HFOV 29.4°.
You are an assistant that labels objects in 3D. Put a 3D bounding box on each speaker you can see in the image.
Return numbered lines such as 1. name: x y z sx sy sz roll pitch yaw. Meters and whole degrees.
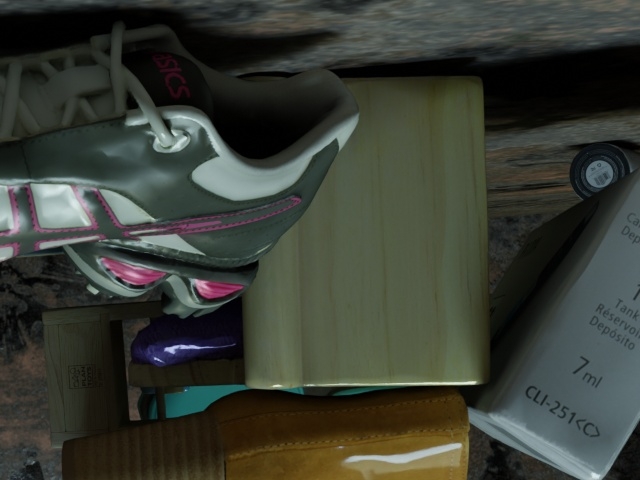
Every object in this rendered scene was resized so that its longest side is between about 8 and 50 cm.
1. speaker: 0.270 -0.058 1.112 0.055 0.055 0.136 -6 178 26

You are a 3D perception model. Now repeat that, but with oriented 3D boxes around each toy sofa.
1. toy sofa: 0.000 0.000 0.737 0.177 0.150 0.362 0 178 3

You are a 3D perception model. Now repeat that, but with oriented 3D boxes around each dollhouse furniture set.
1. dollhouse furniture set: -0.154 0.033 0.787 0.129 0.183 0.129 -5 178 3

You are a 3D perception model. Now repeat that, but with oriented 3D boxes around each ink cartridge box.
1. ink cartridge box: 0.170 0.001 0.694 0.066 0.261 0.296 34 175 3

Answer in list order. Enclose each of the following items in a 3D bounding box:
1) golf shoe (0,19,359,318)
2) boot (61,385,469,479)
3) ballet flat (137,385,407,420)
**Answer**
1. golf shoe: -0.108 -0.040 0.437 0.273 0.105 0.120 1 147 -47
2. boot: -0.024 0.155 0.689 0.211 0.104 0.295 -5 157 -7
3. ballet flat: -0.020 0.116 0.879 0.247 0.083 0.087 2 -168 -24
